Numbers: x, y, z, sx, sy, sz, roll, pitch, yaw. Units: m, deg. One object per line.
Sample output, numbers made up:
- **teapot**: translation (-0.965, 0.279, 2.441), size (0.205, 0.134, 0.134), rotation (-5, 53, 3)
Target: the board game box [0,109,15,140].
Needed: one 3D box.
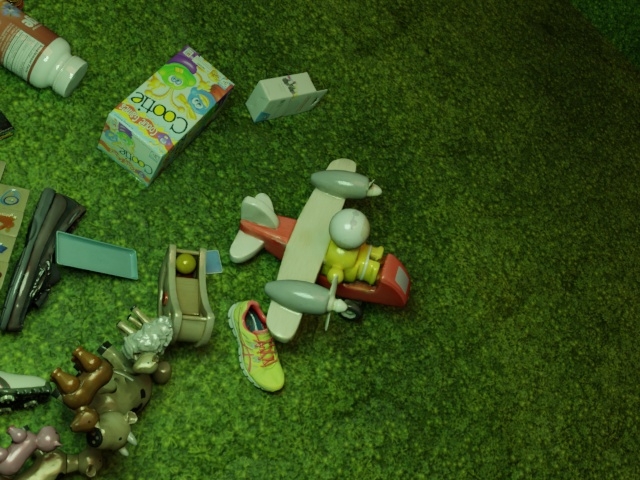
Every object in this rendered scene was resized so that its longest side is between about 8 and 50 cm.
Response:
- **board game box**: translation (-0.759, -0.215, 1.359), size (0.260, 0.030, 0.136), rotation (-35, 88, -35)

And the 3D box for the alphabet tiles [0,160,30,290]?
- **alphabet tiles**: translation (-0.684, -0.032, 1.211), size (0.285, 0.011, 0.342), rotation (12, 51, -17)

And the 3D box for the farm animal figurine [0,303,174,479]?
- **farm animal figurine**: translation (-0.392, 0.310, 1.196), size (0.172, 0.330, 0.327), rotation (41, 27, -1)

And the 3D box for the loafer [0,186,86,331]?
- **loafer**: translation (-0.525, 0.037, 1.320), size (0.095, 0.109, 0.302), rotation (19, 57, -23)

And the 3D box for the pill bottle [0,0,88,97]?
- **pill bottle**: translation (-0.613, -0.402, 1.466), size (0.216, 0.121, 0.121), rotation (33, 56, -11)

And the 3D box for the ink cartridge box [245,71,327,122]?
- **ink cartridge box**: translation (-0.084, -0.362, 1.733), size (0.181, 0.104, 0.061), rotation (-19, 78, -34)

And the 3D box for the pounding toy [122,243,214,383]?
- **pounding toy**: translation (-0.302, 0.135, 1.357), size (0.155, 0.154, 0.269), rotation (8, 64, -24)

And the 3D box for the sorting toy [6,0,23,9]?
- **sorting toy**: translation (-0.687, -0.561, 1.549), size (0.061, 0.042, 0.101), rotation (-2, 68, -28)

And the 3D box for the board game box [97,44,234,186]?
- **board game box**: translation (-0.340, -0.279, 1.537), size (0.144, 0.142, 0.275), rotation (39, 55, -6)

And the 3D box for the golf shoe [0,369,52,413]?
- **golf shoe**: translation (-0.604, 0.235, 1.188), size (0.273, 0.105, 0.120), rotation (6, 58, -26)

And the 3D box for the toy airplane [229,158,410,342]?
- **toy airplane**: translation (0.000, 0.000, 1.505), size (0.385, 0.272, 0.386), rotation (-13, 72, -33)

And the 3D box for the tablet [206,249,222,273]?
- **tablet**: translation (-0.258, 0.049, 1.510), size (0.083, 0.006, 0.054), rotation (-5, 70, -28)

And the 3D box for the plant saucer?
- **plant saucer**: translation (-0.441, 0.033, 1.364), size (0.192, 0.018, 0.067), rotation (19, 56, -52)

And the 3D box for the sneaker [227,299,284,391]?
- **sneaker**: translation (-0.128, 0.218, 1.446), size (0.082, 0.094, 0.208), rotation (-21, 79, -35)
